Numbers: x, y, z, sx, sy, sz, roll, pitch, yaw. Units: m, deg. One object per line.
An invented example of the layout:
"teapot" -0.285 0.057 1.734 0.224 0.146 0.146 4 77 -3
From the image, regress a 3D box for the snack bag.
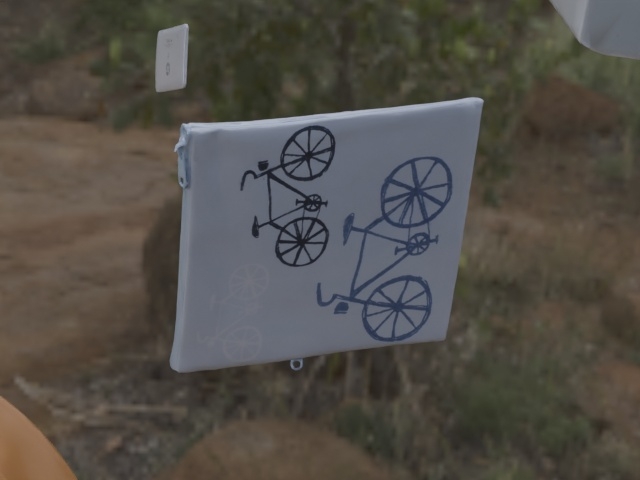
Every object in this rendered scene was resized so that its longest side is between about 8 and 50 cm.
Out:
"snack bag" 0.000 0.000 1.770 0.343 0.323 0.037 -7 35 -19

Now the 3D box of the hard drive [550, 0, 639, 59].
"hard drive" 0.247 -0.170 1.036 0.233 0.047 0.353 7 21 -4

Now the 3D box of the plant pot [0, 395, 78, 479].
"plant pot" -0.262 0.212 0.787 0.291 0.290 0.203 7 13 7

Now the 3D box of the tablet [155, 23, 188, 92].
"tablet" -0.128 -0.155 1.407 0.006 0.054 0.083 2 2 -21
